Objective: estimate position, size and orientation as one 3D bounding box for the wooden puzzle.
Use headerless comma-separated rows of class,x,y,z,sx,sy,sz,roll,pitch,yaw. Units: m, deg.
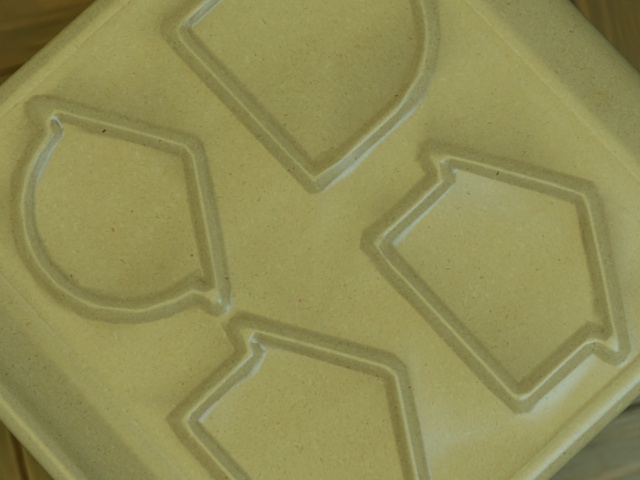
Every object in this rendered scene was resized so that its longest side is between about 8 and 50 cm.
wooden puzzle,0.000,0.000,0.971,0.348,0.080,0.322,-42,84,-8
